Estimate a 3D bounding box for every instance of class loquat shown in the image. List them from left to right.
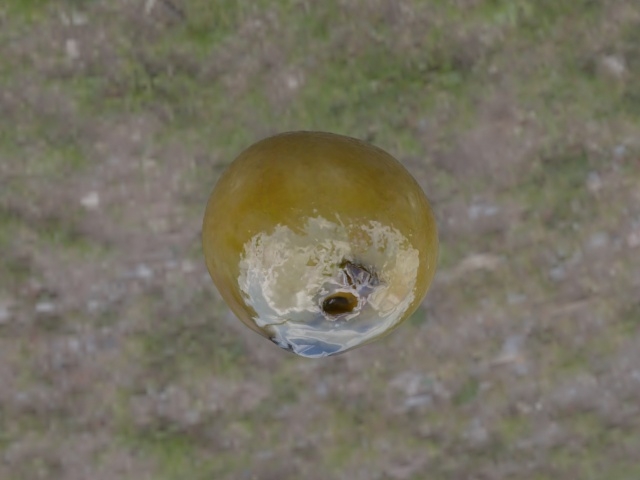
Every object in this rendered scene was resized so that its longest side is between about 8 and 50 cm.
[{"bbox_3d":[0.000,0.000,1.104,0.163,0.163,0.137,-1,116,-11],"label":"loquat"}]
